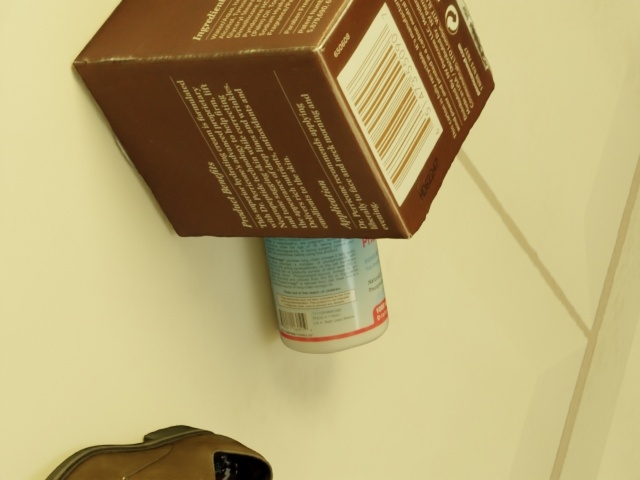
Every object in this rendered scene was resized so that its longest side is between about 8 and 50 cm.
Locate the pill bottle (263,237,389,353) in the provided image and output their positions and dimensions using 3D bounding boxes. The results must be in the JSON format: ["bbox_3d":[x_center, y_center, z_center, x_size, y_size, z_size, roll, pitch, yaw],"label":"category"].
[{"bbox_3d":[0.000,0.000,1.243,0.087,0.087,0.160,-31,117,-51],"label":"pill bottle"}]

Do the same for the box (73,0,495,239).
[{"bbox_3d":[-0.020,-0.115,1.105,0.167,0.203,0.168,-60,137,-35],"label":"box"}]

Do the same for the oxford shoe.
[{"bbox_3d":[-0.114,0.177,1.077,0.227,0.096,0.083,-23,112,-52],"label":"oxford shoe"}]
